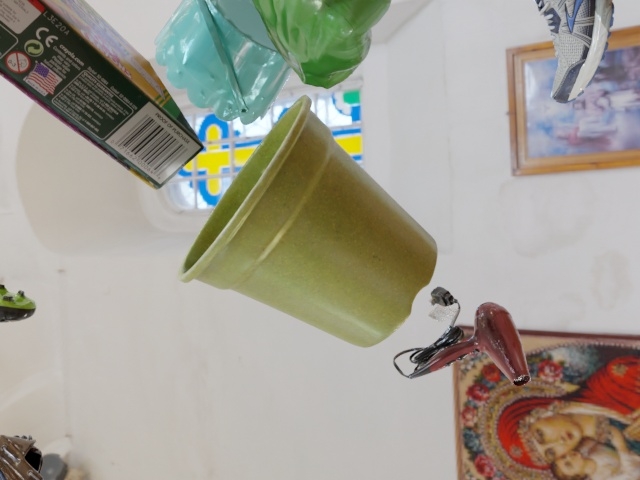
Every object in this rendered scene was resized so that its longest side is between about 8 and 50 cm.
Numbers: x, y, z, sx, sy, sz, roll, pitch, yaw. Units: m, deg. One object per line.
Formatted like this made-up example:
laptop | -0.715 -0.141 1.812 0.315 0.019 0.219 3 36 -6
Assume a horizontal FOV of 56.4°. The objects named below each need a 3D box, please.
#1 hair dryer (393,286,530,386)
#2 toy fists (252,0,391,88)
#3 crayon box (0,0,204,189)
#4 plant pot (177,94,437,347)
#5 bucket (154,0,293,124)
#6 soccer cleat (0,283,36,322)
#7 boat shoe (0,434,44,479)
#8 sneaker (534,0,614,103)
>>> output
hair dryer | 0.311 0.226 1.242 0.080 0.294 0.223 40 -106 -37
toy fists | -0.040 -0.255 0.455 0.279 0.096 0.142 62 -177 6
crayon box | -0.355 -0.275 0.822 0.363 0.106 0.313 43 -172 -48
plant pot | 0.000 0.000 0.774 0.254 0.276 0.276 34 -128 -15
bucket | -0.171 -0.393 1.185 0.281 0.183 0.281 25 -137 -25
soccer cleat | -0.397 0.085 0.648 0.060 0.179 0.072 -74 -15 -84
boat shoe | -0.360 0.265 0.696 0.066 0.183 0.066 -26 -42 -35
sneaker | 0.178 -0.167 0.425 0.052 0.058 0.135 -60 -23 -59
